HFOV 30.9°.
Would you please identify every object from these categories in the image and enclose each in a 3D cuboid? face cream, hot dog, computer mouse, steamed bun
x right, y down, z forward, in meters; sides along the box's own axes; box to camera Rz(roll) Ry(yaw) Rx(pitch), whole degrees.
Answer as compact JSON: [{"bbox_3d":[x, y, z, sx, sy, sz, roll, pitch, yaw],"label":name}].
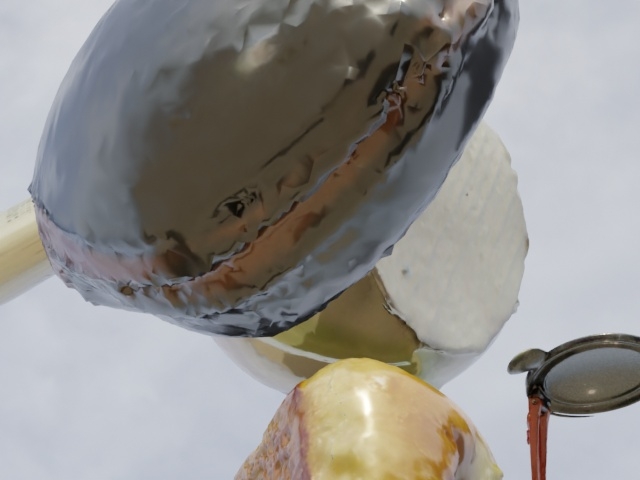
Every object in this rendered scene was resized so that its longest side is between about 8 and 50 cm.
[{"bbox_3d":[-0.264,-0.007,1.121,0.349,0.173,0.081,-29,-83,-2],"label":"face cream"},{"bbox_3d":[0.020,0.269,0.820,0.223,0.185,0.405,16,-49,-20],"label":"hot dog"},{"bbox_3d":[-0.037,-0.052,0.461,0.116,0.323,0.183,42,-103,-12],"label":"computer mouse"},{"bbox_3d":[0.000,0.000,0.991,0.309,0.309,0.309,2,-68,6],"label":"steamed bun"}]

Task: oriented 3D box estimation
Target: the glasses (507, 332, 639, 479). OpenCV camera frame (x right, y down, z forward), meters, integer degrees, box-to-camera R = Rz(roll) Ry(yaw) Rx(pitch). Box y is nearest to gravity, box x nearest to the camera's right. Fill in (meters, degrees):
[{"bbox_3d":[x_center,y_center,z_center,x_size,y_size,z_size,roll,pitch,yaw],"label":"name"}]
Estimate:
[{"bbox_3d":[0.242,0.177,0.749,0.234,0.268,0.118,-14,-36,29],"label":"glasses"}]
